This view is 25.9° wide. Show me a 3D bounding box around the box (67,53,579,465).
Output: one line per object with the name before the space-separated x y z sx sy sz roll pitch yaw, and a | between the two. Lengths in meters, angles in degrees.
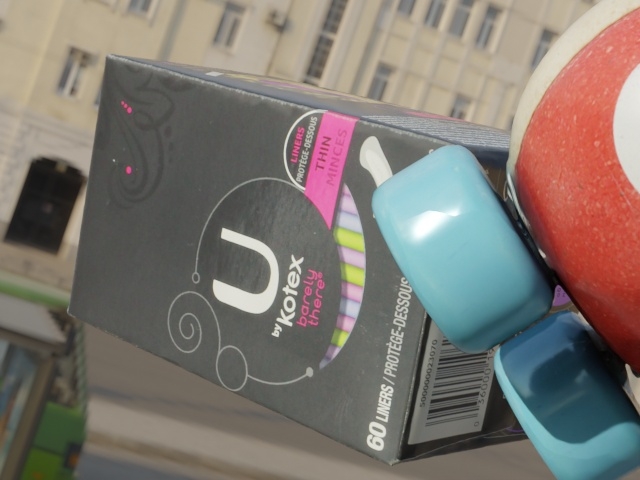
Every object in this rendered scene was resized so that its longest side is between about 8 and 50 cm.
box | 0.000 0.000 0.785 0.270 0.165 0.143 18 12 41

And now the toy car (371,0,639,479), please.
toy car | 0.173 0.040 0.459 0.210 0.219 0.238 50 12 -40
